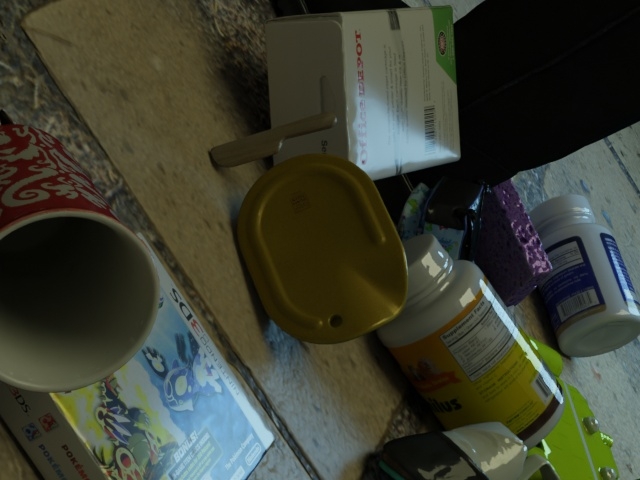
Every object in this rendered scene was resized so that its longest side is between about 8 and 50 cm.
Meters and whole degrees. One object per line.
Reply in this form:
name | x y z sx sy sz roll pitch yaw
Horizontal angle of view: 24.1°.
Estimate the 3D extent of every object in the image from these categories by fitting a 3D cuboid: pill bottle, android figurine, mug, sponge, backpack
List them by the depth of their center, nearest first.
mug | -0.188 -0.002 0.887 0.150 0.113 0.169 7 22 -25
pill bottle | 0.132 0.101 1.429 0.215 0.117 0.117 54 25 -15
backpack | 0.120 0.000 1.542 0.105 0.084 0.114 -56 155 -60
android figurine | 0.258 0.222 1.624 0.273 0.056 0.248 29 39 -47
sponge | 0.190 -0.034 1.709 0.031 0.117 0.210 -16 74 -21
pill bottle | 0.326 0.042 1.881 0.112 0.112 0.186 27 41 -51

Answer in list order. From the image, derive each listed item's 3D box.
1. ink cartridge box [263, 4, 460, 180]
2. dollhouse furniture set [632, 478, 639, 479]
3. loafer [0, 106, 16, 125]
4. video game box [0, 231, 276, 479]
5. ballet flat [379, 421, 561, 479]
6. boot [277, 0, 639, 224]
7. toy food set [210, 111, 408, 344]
ink cartridge box | 0.044 -0.143 1.449 0.219 0.093 0.160 -15 104 -56
dollhouse furniture set | 0.359 0.362 1.319 0.301 0.151 0.197 -136 -138 -59
loafer | -0.197 -0.039 1.029 0.125 0.039 0.045 49 26 -24
video game box | -0.124 0.109 1.005 0.187 0.048 0.205 55 25 -7
ballet flat | 0.155 0.221 1.363 0.095 0.096 0.280 37 -2 46
boot | 0.207 -0.261 1.567 0.367 0.445 0.146 61 24 -1
toy food set | 0.000 0.000 1.293 0.071 0.128 0.218 60 8 -63
